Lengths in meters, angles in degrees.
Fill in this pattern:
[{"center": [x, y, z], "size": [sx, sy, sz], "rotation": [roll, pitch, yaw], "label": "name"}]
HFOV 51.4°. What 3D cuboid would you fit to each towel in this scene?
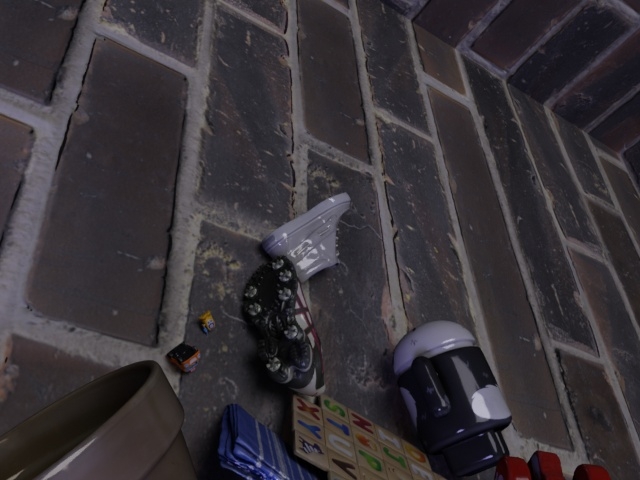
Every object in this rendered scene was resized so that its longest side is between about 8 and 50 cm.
[{"center": [-0.006, 0.357, 0.921], "size": [0.336, 0.040, 0.243], "rotation": [40, -6, -5], "label": "towel"}]

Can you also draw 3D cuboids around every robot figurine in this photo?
[{"center": [0.237, 0.285, 1.221], "size": [0.173, 0.209, 0.278], "rotation": [-12, 63, -19], "label": "robot figurine"}]

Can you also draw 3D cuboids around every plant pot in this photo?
[{"center": [-0.234, 0.326, 0.674], "size": [0.280, 0.323, 0.323], "rotation": [60, 37, -9], "label": "plant pot"}]

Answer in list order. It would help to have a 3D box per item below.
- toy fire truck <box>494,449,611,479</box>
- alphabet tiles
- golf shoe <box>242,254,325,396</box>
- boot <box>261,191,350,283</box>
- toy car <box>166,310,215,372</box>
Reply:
[{"center": [0.366, 0.509, 1.083], "size": [0.169, 0.254, 0.302], "rotation": [5, 44, 0], "label": "toy fire truck"}, {"center": [0.100, 0.358, 1.030], "size": [0.342, 0.011, 0.285], "rotation": [32, 10, -11], "label": "alphabet tiles"}, {"center": [-0.059, 0.147, 1.145], "size": [0.120, 0.105, 0.273], "rotation": [53, 16, -43], "label": "golf shoe"}, {"center": [0.000, 0.000, 1.331], "size": [0.258, 0.095, 0.123], "rotation": [-33, 88, -43], "label": "boot"}, {"center": [-0.185, 0.161, 1.034], "size": [0.122, 0.060, 0.040], "rotation": [-48, 125, -46], "label": "toy car"}]
